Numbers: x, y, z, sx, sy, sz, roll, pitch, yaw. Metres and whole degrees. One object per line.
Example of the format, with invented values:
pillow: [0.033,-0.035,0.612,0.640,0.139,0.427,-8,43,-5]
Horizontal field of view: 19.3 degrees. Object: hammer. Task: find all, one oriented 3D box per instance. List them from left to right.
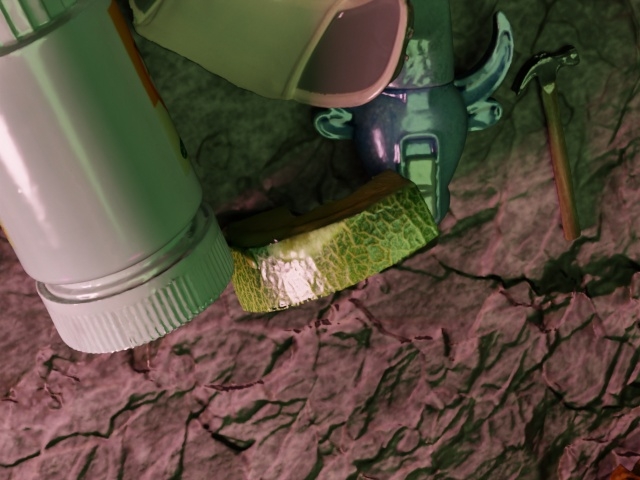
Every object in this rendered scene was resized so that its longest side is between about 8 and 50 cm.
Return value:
hammer: [0.209,-0.081,1.667,0.062,0.017,0.182,-17,116,-11]

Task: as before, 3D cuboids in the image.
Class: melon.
melon: [0.000,0.000,1.533,0.209,0.118,0.064,-20,104,23]

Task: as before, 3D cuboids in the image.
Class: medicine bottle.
medicine bottle: [-0.196,-0.083,1.451,0.158,0.158,0.318,-27,117,-7]

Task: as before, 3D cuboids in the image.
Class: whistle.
whistle: [0.072,-0.121,1.571,0.180,0.093,0.269,-3,106,-9]

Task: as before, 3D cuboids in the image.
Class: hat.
hat: [-0.025,-0.226,1.464,0.232,0.161,0.275,27,124,-20]

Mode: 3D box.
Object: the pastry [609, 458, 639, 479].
pastry: [0.427,0.314,1.822,0.356,0.164,0.356,-5,106,-17]
